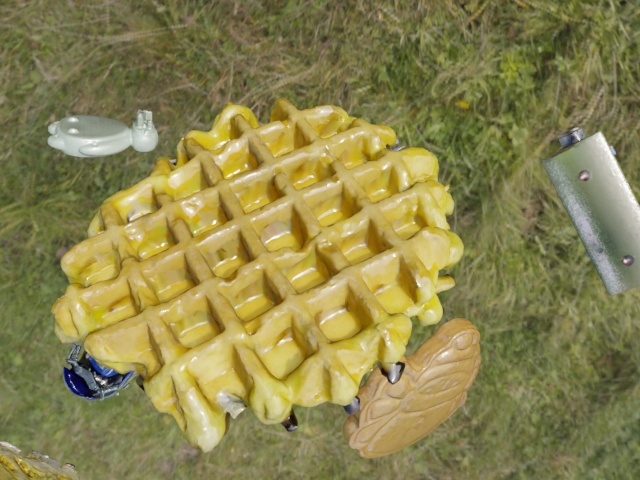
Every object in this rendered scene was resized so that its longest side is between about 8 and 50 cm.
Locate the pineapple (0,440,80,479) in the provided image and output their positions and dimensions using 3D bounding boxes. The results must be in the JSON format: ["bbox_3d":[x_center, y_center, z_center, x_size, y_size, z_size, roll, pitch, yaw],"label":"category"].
[{"bbox_3d":[-0.265,0.208,0.519,0.135,0.233,0.079,27,88,-9],"label":"pineapple"}]

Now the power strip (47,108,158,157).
[{"bbox_3d":[-0.169,-0.087,0.561,0.083,0.055,0.035,-1,125,-18],"label":"power strip"}]

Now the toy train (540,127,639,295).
[{"bbox_3d":[0.501,-0.057,1.279,0.131,0.202,0.299,-28,90,24],"label":"toy train"}]

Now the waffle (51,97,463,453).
[{"bbox_3d":[-0.044,-0.005,0.549,0.329,0.329,0.062,0,140,8],"label":"waffle"}]

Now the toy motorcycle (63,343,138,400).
[{"bbox_3d":[-0.268,0.137,1.022,0.113,0.169,0.315,44,117,10],"label":"toy motorcycle"}]

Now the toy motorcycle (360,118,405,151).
[{"bbox_3d":[0.073,-0.156,1.389,0.225,0.073,0.152,-18,86,11],"label":"toy motorcycle"}]

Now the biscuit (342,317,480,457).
[{"bbox_3d":[0.188,0.306,1.408,0.312,0.057,0.351,-14,135,-33],"label":"biscuit"}]
